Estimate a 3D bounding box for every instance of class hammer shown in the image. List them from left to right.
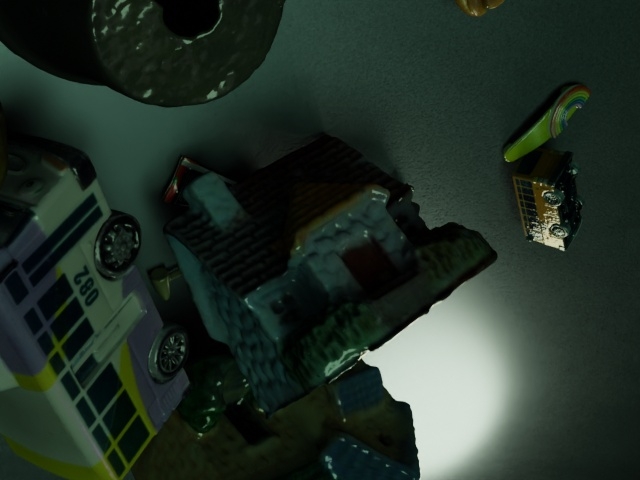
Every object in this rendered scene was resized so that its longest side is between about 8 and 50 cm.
[{"bbox_3d":[-0.167,0.032,1.472,0.195,0.028,0.060,-27,140,-14],"label":"hammer"}]

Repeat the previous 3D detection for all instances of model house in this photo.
[{"bbox_3d":[-0.047,0.356,1.502,0.382,0.342,0.334,-11,142,-43],"label":"model house"},{"bbox_3d":[0.000,0.000,1.344,0.360,0.339,0.297,-32,173,-26],"label":"model house"}]

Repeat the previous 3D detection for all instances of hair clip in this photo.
[{"bbox_3d":[0.390,-0.203,1.639,0.188,0.033,0.060,-43,135,4],"label":"hair clip"}]

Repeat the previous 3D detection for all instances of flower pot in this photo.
[{"bbox_3d":[-0.178,-0.292,1.053,0.379,0.251,0.379,-19,132,-22],"label":"flower pot"}]

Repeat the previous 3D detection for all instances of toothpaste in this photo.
[{"bbox_3d":[-0.136,-0.066,1.404,0.193,0.045,0.071,17,105,-35],"label":"toothpaste"}]

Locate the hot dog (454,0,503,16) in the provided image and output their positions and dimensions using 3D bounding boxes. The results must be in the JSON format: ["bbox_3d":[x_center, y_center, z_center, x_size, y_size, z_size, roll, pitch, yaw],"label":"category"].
[{"bbox_3d":[0.200,-0.422,1.317,0.109,0.072,0.269,-28,133,-8],"label":"hot dog"}]

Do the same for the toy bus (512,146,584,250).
[{"bbox_3d":[0.405,-0.073,1.699,0.091,0.103,0.182,-55,142,-27],"label":"toy bus"}]

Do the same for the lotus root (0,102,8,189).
[{"bbox_3d":[-0.449,-0.110,0.962,0.250,0.346,0.250,-15,123,-25],"label":"lotus root"}]

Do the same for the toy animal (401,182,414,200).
[{"bbox_3d":[0.071,0.003,1.572,0.217,0.073,0.176,-20,127,-12],"label":"toy animal"}]

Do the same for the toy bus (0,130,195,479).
[{"bbox_3d":[-0.352,0.098,1.208,0.249,0.209,0.440,-54,145,-36],"label":"toy bus"}]
